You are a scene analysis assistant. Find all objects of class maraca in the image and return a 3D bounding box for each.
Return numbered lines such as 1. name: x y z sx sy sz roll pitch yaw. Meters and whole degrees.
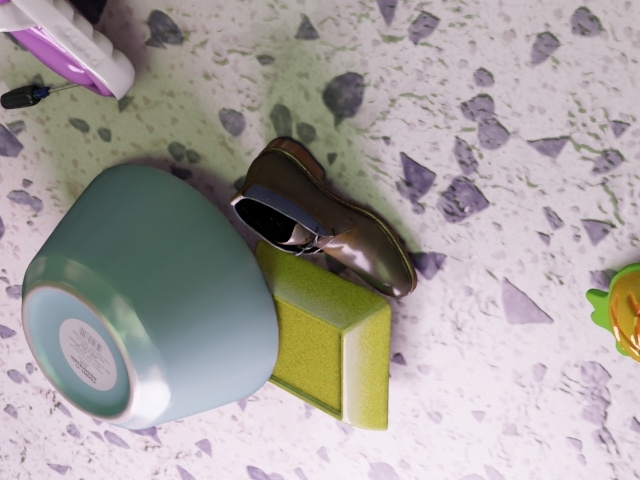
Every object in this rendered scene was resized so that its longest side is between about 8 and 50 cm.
1. maraca: 0.320 0.076 1.289 0.127 0.099 0.185 52 157 -3

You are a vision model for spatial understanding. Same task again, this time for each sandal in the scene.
1. sandal: -0.359 -0.241 1.337 0.416 0.102 0.169 34 171 -30

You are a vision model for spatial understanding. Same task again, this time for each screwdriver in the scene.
1. screwdriver: -0.295 -0.172 1.527 0.170 0.024 0.025 -12 142 34

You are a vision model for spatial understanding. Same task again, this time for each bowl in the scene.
1. bowl: -0.216 0.086 1.522 0.311 0.163 0.311 23 130 31

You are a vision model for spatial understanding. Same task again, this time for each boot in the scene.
1. boot: 0.000 0.000 1.413 0.219 0.106 0.082 43 132 -2

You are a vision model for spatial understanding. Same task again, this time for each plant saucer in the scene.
1. plant saucer: -0.011 0.115 1.508 0.188 0.045 0.188 25 132 32
